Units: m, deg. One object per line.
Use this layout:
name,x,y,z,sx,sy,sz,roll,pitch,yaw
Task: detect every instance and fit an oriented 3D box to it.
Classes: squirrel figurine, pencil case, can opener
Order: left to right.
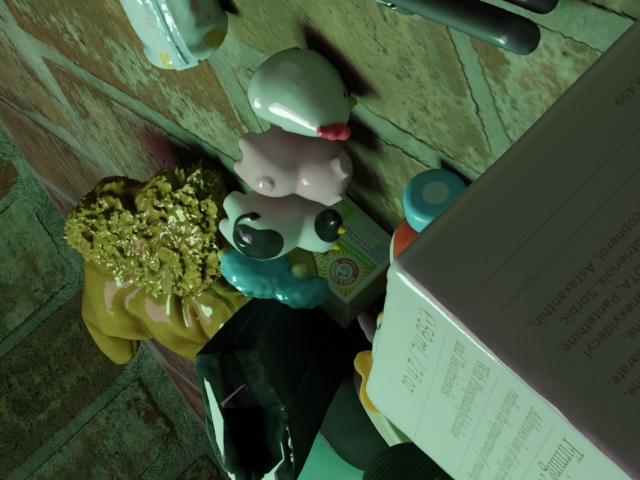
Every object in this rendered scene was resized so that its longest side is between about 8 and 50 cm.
pencil case,-0.198,-0.323,1.865,0.124,0.113,0.273,63,179,42
squirrel figurine,-0.198,0.063,2.523,0.370,0.281,0.397,26,157,37
can opener,0.107,-0.227,1.428,0.095,0.076,0.283,18,-171,-45

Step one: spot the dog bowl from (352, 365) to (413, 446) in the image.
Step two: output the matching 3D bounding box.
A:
dog bowl,0.234,0.256,2.061,0.408,0.150,0.408,42,163,16

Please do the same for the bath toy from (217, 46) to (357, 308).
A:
bath toy,-0.023,-0.070,1.899,0.129,0.151,0.348,42,143,27

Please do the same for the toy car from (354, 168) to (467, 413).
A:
toy car,0.118,0.088,1.795,0.210,0.238,0.219,39,162,27

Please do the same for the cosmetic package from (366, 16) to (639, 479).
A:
cosmetic package,0.289,0.093,1.208,0.393,0.327,0.329,42,163,14

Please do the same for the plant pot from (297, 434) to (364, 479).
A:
plant pot,0.112,0.419,2.556,0.235,0.293,0.293,14,146,36

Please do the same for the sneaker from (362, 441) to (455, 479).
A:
sneaker,0.180,0.369,1.973,0.330,0.122,0.146,32,156,45

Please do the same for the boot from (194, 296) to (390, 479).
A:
boot,-0.009,0.231,2.167,0.367,0.146,0.445,62,-166,-10

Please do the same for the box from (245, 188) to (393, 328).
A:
box,0.000,0.000,2.121,0.203,0.114,0.103,42,163,15
